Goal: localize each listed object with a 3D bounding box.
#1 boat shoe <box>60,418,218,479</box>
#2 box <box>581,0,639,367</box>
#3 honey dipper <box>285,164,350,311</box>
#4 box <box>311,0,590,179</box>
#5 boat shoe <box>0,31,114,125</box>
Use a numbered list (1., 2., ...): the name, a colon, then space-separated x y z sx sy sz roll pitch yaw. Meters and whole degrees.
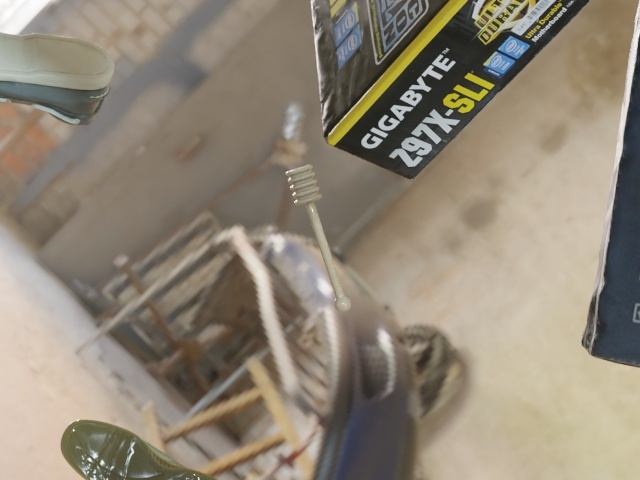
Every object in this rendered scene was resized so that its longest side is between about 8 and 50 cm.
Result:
1. boat shoe: -0.153 0.197 1.139 0.153 0.056 0.048 25 -14 -18
2. box: 0.475 -0.120 0.942 0.479 0.472 0.297 10 9 21
3. honey dipper: 0.000 0.000 1.415 0.030 0.030 0.161 -54 128 -82
4. box: 0.092 -0.237 0.891 0.079 0.257 0.322 21 42 -26
5. boat shoe: -0.417 -0.201 1.628 0.319 0.099 0.116 6 43 -16
